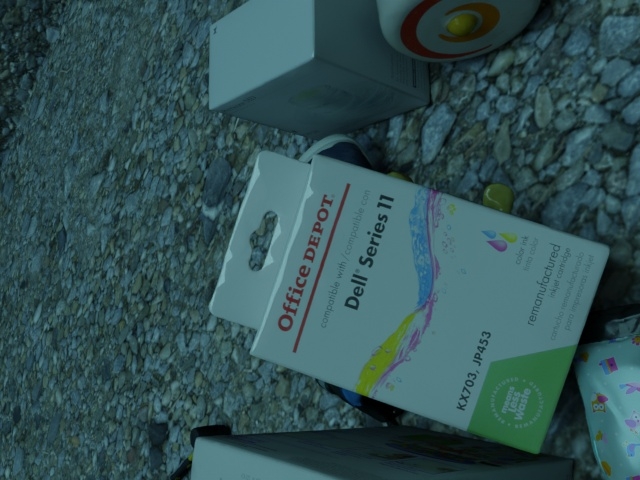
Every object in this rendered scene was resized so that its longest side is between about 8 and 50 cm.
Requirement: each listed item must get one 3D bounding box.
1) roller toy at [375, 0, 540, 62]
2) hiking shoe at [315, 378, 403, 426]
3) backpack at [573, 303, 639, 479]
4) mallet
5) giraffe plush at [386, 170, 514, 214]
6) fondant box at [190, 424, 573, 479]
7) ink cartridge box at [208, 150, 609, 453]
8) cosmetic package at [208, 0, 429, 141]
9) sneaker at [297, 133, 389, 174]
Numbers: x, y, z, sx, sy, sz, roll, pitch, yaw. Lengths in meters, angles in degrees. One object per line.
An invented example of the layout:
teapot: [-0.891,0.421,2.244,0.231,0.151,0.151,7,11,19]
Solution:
roller toy: [0.163,-0.311,0.825,0.191,0.209,0.146,101,164,-71]
hiking shoe: [0.056,0.108,0.849,0.132,0.113,0.304,33,150,35]
backpack: [0.305,0.149,0.630,0.152,0.115,0.182,-22,68,41]
mallet: [-0.232,0.381,1.211,0.189,0.062,0.039,-47,50,32]
giraffe plush: [0.154,0.006,0.801,0.171,0.181,0.210,-14,35,21]
fondant box: [0.069,0.258,0.704,0.238,0.330,0.096,-4,80,47]
ink cartridge box: [0.065,0.045,0.679,0.354,0.119,0.207,18,93,5]
cosmetic package: [-0.004,-0.248,0.966,0.224,0.225,0.138,-12,73,47]
sneaker: [0.000,0.000,1.017,0.236,0.130,0.322,-90,15,-48]
